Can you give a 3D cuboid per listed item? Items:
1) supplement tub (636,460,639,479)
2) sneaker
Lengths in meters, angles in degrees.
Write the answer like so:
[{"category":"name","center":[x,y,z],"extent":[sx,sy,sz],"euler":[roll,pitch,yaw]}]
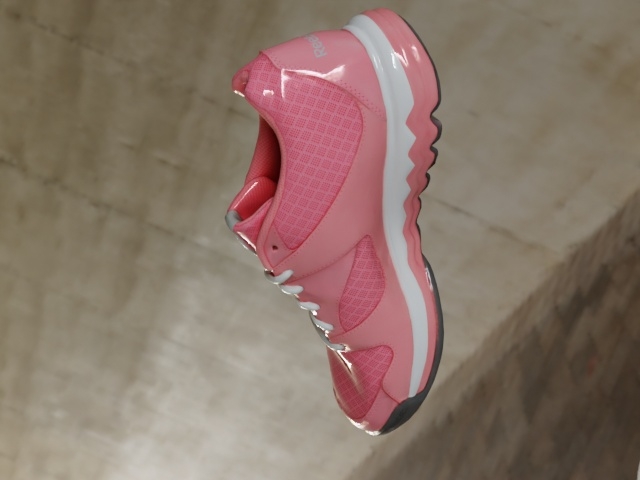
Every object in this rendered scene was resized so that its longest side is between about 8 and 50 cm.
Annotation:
[{"category":"supplement tub","center":[0.332,0.120,0.753],"extent":[0.316,0.228,0.228],"euler":[-52,-1,-19]},{"category":"sneaker","center":[0.000,-0.001,0.871],"extent":[0.116,0.136,0.313],"euler":[-134,36,-57]}]
